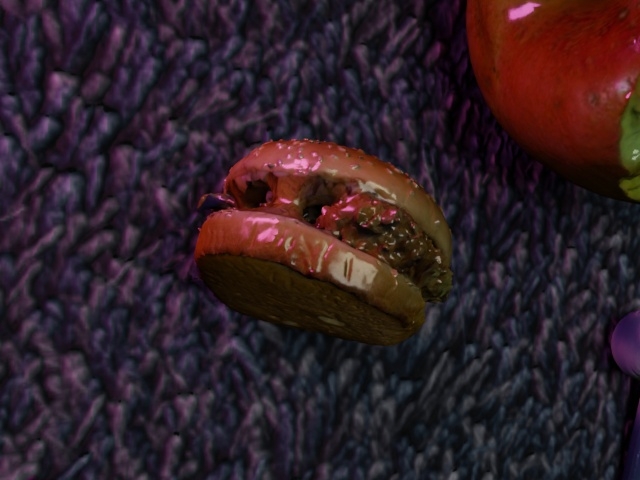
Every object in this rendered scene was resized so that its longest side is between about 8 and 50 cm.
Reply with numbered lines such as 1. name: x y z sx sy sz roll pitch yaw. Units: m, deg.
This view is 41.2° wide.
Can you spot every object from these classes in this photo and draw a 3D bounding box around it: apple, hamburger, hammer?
1. apple: 0.293 -0.192 0.683 0.339 0.339 0.339 2 86 -25
2. hamburger: 0.007 0.001 0.610 0.182 0.191 0.118 20 76 -15
3. hammer: 0.325 0.168 0.825 0.116 0.069 0.194 13 89 -25
